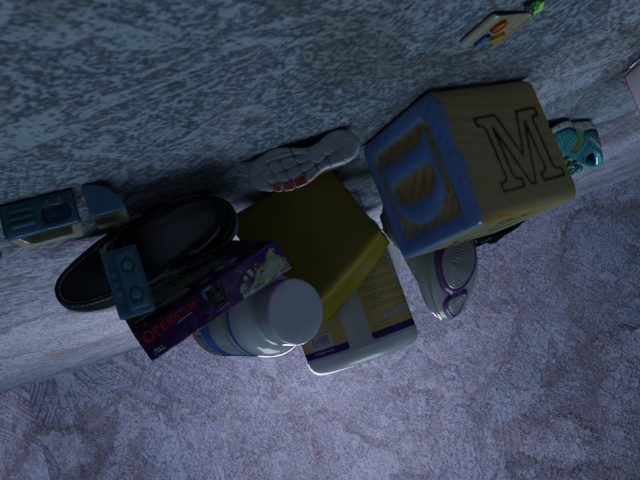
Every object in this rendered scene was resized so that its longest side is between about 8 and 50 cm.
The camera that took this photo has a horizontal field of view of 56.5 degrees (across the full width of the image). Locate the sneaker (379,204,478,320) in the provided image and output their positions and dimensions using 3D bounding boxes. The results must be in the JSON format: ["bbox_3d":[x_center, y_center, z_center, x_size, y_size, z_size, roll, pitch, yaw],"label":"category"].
[{"bbox_3d":[0.187,-0.007,1.073,0.114,0.304,0.152,-7,172,-31],"label":"sneaker"}]

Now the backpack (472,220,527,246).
[{"bbox_3d":[0.350,-0.068,1.392,0.254,0.191,0.225,1,162,-46],"label":"backpack"}]

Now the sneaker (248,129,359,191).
[{"bbox_3d":[-0.022,-0.103,0.827,0.158,0.061,0.065,-18,178,-4],"label":"sneaker"}]

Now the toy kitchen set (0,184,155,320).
[{"bbox_3d":[-0.311,0.031,0.670,0.207,0.166,0.122,-17,171,-15],"label":"toy kitchen set"}]

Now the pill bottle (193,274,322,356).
[{"bbox_3d":[-0.097,0.112,0.891,0.124,0.124,0.222,-12,179,-38],"label":"pill bottle"}]

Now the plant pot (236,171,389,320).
[{"bbox_3d":[0.000,0.000,1.043,0.187,0.212,0.212,-40,167,6],"label":"plant pot"}]

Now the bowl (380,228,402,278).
[{"bbox_3d":[0.051,0.056,1.530,0.298,0.134,0.297,-11,127,-16],"label":"bowl"}]

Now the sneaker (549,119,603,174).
[{"bbox_3d":[0.516,-0.190,1.263,0.275,0.109,0.107,-12,169,-34],"label":"sneaker"}]

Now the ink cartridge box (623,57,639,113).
[{"bbox_3d":[0.680,-0.244,0.956,0.283,0.207,0.117,-20,173,2],"label":"ink cartridge box"}]

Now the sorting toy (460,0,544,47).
[{"bbox_3d":[0.198,-0.231,0.639,0.062,0.012,0.083,-13,170,-32],"label":"sorting toy"}]

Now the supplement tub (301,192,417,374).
[{"bbox_3d":[0.042,0.091,1.254,0.241,0.331,0.241,-18,171,-3],"label":"supplement tub"}]

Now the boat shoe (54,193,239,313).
[{"bbox_3d":[-0.269,0.014,0.881,0.303,0.114,0.091,-31,172,0],"label":"boat shoe"}]

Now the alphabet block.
[{"bbox_3d":[0.214,-0.103,0.883,0.197,0.193,0.192,-14,172,-29],"label":"alphabet block"}]

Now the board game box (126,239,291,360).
[{"bbox_3d":[-0.192,0.070,0.883,0.208,0.056,0.347,-30,-169,-20],"label":"board game box"}]
